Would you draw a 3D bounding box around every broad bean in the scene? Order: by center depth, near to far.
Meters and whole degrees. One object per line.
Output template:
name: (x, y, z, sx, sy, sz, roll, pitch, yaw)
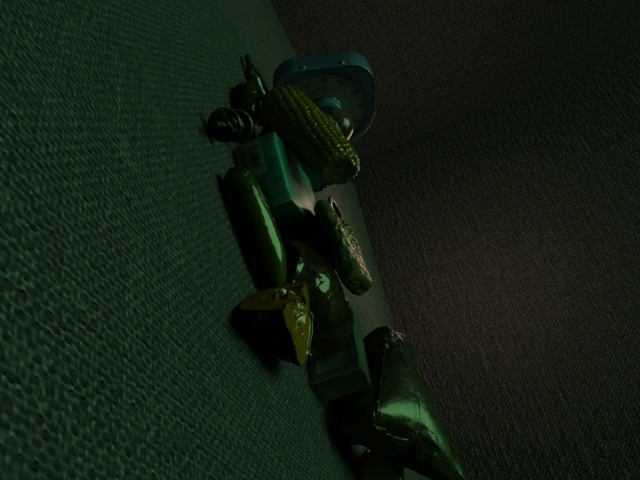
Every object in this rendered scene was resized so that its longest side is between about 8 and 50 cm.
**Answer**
broad bean: (-0.182, -0.481, 2.190, 0.144, 0.049, 0.292, -101, 166, -49)

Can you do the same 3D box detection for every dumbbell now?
dumbbell: (-0.207, -0.266, 1.514, 0.254, 0.082, 0.081, -48, 117, -78)

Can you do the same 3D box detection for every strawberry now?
strawberry: (-0.208, -0.401, 1.892, 0.152, 0.048, 0.104, 29, 45, -71)

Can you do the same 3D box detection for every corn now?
corn: (-0.039, -0.283, 1.710, 0.387, 0.144, 0.144, 53, -3, 39)

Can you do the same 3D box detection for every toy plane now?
toy plane: (-0.148, -0.303, 1.864, 0.169, 0.078, 0.246, 47, 46, -21)

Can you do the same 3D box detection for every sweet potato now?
sweet potato: (-0.197, -0.337, 1.768, 0.075, 0.075, 0.269, 51, 30, -63)

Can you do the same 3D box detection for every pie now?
pie: (0.050, 0.019, 1.655, 0.277, 0.079, 0.277, 61, 8, -14)

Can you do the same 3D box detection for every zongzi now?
zongzi: (0.243, 0.430, 1.695, 0.393, 0.174, 0.356, 32, 35, -14)

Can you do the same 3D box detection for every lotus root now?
lotus root: (-0.030, 0.101, 1.569, 0.267, 0.149, 0.260, -104, 170, -50)

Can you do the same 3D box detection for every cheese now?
cheese: (0.174, 0.646, 1.695, 0.214, 0.117, 0.226, 44, 33, -77)

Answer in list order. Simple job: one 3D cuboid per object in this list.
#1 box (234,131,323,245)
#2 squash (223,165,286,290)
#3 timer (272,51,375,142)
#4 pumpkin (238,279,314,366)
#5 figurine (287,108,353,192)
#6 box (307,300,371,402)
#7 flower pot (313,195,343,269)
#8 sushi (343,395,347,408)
box: (-0.098, -0.114, 1.695, 0.311, 0.118, 0.205, 47, 27, -66)
squash: (-0.130, -0.006, 1.410, 0.087, 0.087, 0.331, -14, 86, -80)
timer: (0.020, -0.491, 2.413, 0.173, 0.395, 0.395, -100, 166, -49)
pumpkin: (-0.085, 0.180, 1.274, 0.278, 0.111, 0.163, -39, 121, -80)
figurine: (-0.018, -0.295, 2.160, 0.388, 0.248, 0.276, -94, -159, -70)
box: (0.038, 0.272, 1.622, 0.225, 0.129, 0.086, -99, 165, -52)
flower pot: (0.000, 0.000, 1.915, 0.235, 0.148, 0.235, -16, 90, -82)
sushi: (0.104, 0.418, 1.812, 0.109, 0.134, 0.273, 48, 36, -24)
